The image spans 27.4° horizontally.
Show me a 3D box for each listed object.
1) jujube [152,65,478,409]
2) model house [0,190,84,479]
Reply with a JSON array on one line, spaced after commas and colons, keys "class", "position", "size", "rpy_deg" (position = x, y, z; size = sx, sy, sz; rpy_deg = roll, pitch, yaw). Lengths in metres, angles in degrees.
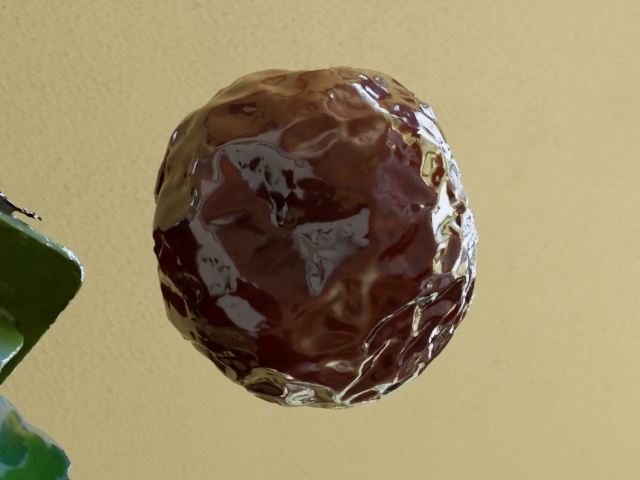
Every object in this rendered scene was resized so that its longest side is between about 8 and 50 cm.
[{"class": "jujube", "position": [0.000, 0.000, 0.810], "size": [0.213, 0.232, 0.213], "rpy_deg": [0, -93, 5]}, {"class": "model house", "position": [-0.302, 0.089, 0.676], "size": [0.358, 0.313, 0.242], "rpy_deg": [37, -72, -27]}]
